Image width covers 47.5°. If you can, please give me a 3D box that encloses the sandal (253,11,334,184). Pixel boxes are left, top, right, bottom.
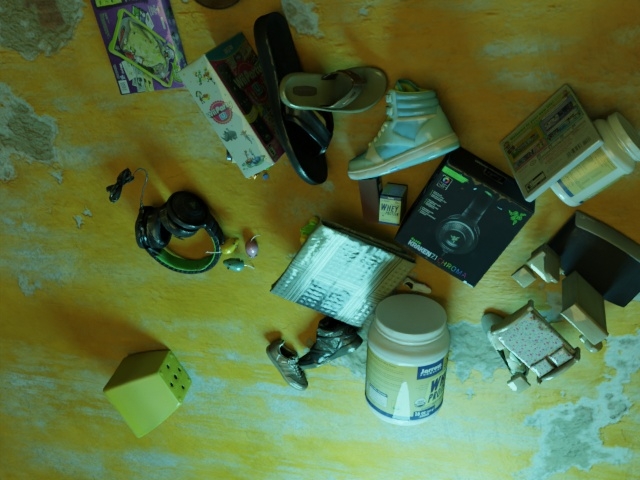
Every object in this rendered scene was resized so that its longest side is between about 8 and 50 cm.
[{"bbox_3d":[-0.047,-0.340,1.793,0.107,0.167,0.445,-6,115,27],"label":"sandal"}]

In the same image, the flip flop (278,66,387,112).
[{"bbox_3d":[0.038,-0.362,1.725,0.277,0.080,0.112,-5,93,-24],"label":"flip flop"}]

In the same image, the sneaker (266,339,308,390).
[{"bbox_3d":[-0.091,0.393,2.283,0.071,0.066,0.188,-34,103,30],"label":"sneaker"}]

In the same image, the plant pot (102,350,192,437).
[{"bbox_3d":[-0.558,0.490,2.430,0.187,0.212,0.212,-25,107,16],"label":"plant pot"}]

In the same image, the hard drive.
[{"bbox_3d":[0.702,0.055,1.821,0.255,0.054,0.172,32,124,0],"label":"hard drive"}]

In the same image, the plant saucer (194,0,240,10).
[{"bbox_3d":[-0.254,-0.664,1.764,0.199,0.036,0.198,9,121,15],"label":"plant saucer"}]

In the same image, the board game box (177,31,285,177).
[{"bbox_3d":[-0.190,-0.341,1.811,0.098,0.224,0.303,-25,108,30],"label":"board game box"}]

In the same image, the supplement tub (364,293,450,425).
[{"bbox_3d":[0.242,0.331,2.034,0.228,0.228,0.316,9,121,15],"label":"supplement tub"}]

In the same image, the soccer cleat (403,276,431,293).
[{"bbox_3d":[0.268,0.130,2.026,0.083,0.035,0.029,27,123,3],"label":"soccer cleat"}]

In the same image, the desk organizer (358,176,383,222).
[{"bbox_3d":[0.137,-0.112,1.931,0.050,0.047,0.130,2,118,21],"label":"desk organizer"}]

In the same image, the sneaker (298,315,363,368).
[{"bbox_3d":[0.006,0.302,2.189,0.228,0.087,0.130,-31,98,32],"label":"sneaker"}]

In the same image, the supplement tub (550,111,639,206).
[{"bbox_3d":[0.623,-0.186,1.659,0.200,0.144,0.144,-37,101,32],"label":"supplement tub"}]

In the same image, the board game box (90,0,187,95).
[{"bbox_3d":[-0.479,-0.561,1.896,0.208,0.056,0.346,0,118,24],"label":"board game box"}]

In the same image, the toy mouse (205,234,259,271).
[{"bbox_3d":[-0.230,0.048,2.131,0.161,0.031,0.143,-30,128,4],"label":"toy mouse"}]

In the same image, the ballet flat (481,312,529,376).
[{"bbox_3d":[0.515,0.294,2.013,0.072,0.068,0.213,-29,105,30],"label":"ballet flat"}]

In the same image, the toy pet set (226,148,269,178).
[{"bbox_3d":[-0.197,-0.236,1.985,0.114,0.065,0.122,-1,128,-20],"label":"toy pet set"}]

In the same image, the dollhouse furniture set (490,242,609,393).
[{"bbox_3d":[0.530,0.239,1.839,0.303,0.174,0.355,43,120,-6],"label":"dollhouse furniture set"}]

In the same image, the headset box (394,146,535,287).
[{"bbox_3d":[0.367,-0.068,1.824,0.246,0.131,0.283,32,123,-1],"label":"headset box"}]

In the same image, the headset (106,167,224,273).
[{"bbox_3d":[-0.450,-0.041,2.094,0.244,0.185,0.394,-20,121,27],"label":"headset"}]

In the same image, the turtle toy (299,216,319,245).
[{"bbox_3d":[0.000,0.000,2.023,0.130,0.095,0.066,27,143,3],"label":"turtle toy"}]

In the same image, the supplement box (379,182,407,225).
[{"bbox_3d":[0.191,-0.095,1.898,0.056,0.083,0.083,9,120,15],"label":"supplement box"}]

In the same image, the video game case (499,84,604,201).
[{"bbox_3d":[0.521,-0.222,1.660,0.023,0.193,0.212,20,131,-34],"label":"video game case"}]

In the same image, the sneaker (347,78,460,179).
[{"bbox_3d":[0.177,-0.277,1.793,0.319,0.127,0.208,-16,96,38],"label":"sneaker"}]

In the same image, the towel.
[{"bbox_3d":[0.062,0.092,2.014,0.312,0.056,0.324,23,130,-19],"label":"towel"}]
